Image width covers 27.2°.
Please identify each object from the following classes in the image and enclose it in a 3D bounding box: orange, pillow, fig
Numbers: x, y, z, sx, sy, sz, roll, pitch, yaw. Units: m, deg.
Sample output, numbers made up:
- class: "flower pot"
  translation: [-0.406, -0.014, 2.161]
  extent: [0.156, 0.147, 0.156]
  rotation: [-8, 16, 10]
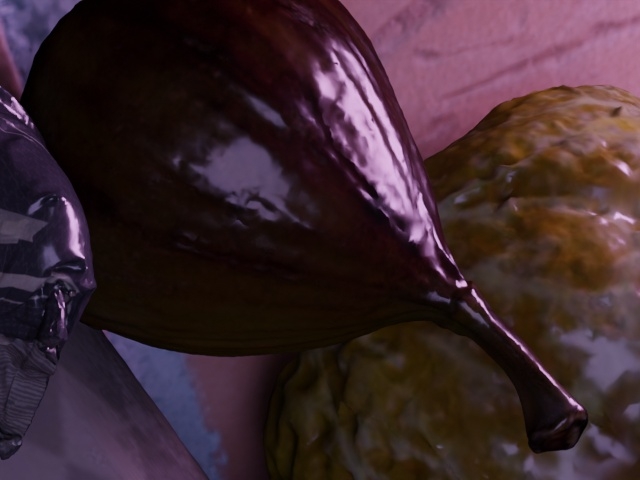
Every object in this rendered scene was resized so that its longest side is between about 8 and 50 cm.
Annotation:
- class: "orange"
  translation: [0.134, 0.089, 0.785]
  extent: [0.271, 0.210, 0.368]
  rotation: [26, 95, -27]
- class: "pillow"
  translation: [-0.200, -0.062, 0.594]
  extent: [0.092, 0.335, 0.161]
  rotation: [-9, 146, -44]
- class: "fig"
  translation: [0.000, 0.000, 0.671]
  extent: [0.321, 0.217, 0.217]
  rotation: [36, 88, 5]

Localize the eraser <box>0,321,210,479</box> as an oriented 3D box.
- class: "eraser"
  translation: [-0.151, 0.167, 0.659]
  extent: [0.213, 0.082, 0.397]
  rotation: [-35, 82, -11]
